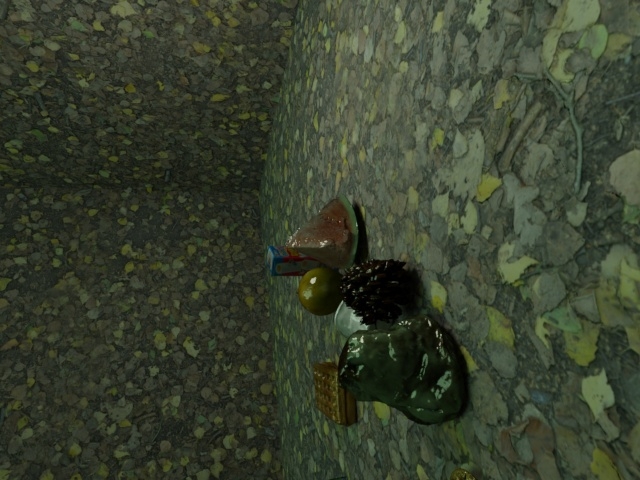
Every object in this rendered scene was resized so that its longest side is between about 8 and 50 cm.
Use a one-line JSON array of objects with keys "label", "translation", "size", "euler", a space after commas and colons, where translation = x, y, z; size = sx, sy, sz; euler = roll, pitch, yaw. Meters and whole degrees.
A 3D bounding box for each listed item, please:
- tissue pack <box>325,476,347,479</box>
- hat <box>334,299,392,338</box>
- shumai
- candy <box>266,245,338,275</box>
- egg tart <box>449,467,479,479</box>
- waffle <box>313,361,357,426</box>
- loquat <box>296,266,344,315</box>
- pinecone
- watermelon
[{"label": "tissue pack", "translation": [0.058, 1.061, 1.804], "size": [0.085, 0.111, 0.079], "euler": [107, 155, -45]}, {"label": "hat", "translation": [0.157, 0.261, 1.404], "size": [0.126, 0.203, 0.203], "euler": [32, 122, 51]}, {"label": "shumai", "translation": [0.184, 0.347, 1.116], "size": [0.304, 0.263, 0.309], "euler": [-124, 37, -65]}, {"label": "candy", "translation": [-0.083, 0.092, 1.933], "size": [0.157, 0.306, 0.100], "euler": [-128, 42, -65]}, {"label": "egg tart", "translation": [0.339, 0.584, 0.957], "size": [0.130, 0.052, 0.130], "euler": [-178, 90, -73]}, {"label": "waffle", "translation": [0.057, 0.651, 1.839], "size": [0.328, 0.098, 0.224], "euler": [154, 113, -73]}, {"label": "loquat", "translation": [-0.007, 0.214, 1.805], "size": [0.246, 0.213, 0.213], "euler": [-4, 85, 34]}, {"label": "pinecone", "translation": [0.165, 0.156, 1.269], "size": [0.221, 0.221, 0.221], "euler": [180, 90, -73]}, {"label": "watermelon", "translation": [0.029, 0.016, 1.702], "size": [0.250, 0.292, 0.283], "euler": [64, -172, -50]}]
